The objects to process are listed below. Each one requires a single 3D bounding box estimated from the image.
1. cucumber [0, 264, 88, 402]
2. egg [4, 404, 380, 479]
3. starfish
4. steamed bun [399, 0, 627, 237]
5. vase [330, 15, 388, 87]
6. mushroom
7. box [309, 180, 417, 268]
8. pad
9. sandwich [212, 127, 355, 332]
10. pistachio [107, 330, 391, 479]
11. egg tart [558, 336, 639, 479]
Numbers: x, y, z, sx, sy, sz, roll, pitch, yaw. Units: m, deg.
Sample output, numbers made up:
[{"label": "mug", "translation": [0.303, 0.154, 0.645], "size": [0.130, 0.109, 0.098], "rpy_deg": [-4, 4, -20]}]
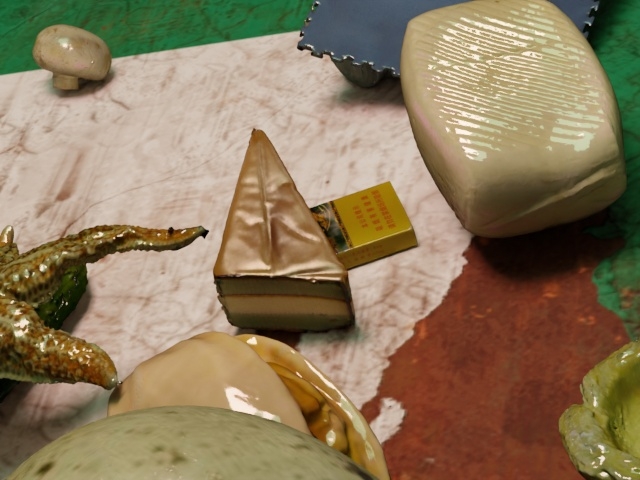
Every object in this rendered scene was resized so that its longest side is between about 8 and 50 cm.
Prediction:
[{"label": "cucumber", "translation": [-0.260, 0.075, 1.649], "size": [0.069, 0.069, 0.227], "rpy_deg": [3, 36, 28]}, {"label": "egg", "translation": [-0.050, 0.250, 1.103], "size": [0.379, 0.287, 0.287], "rpy_deg": [25, 51, 31]}, {"label": "starfish", "translation": [-0.274, 0.081, 1.497], "size": [0.347, 0.078, 0.358], "rpy_deg": [-2, 37, 38]}, {"label": "steamed bun", "translation": [0.161, -0.090, 1.636], "size": [0.170, 0.152, 0.238], "rpy_deg": [-12, 48, -5]}, {"label": "vase", "translation": [0.105, -0.238, 1.921], "size": [0.219, 0.096, 0.096], "rpy_deg": [-37, 38, -23]}, {"label": "mushroom", "translation": [-0.262, -0.192, 2.035], "size": [0.084, 0.067, 0.083], "rpy_deg": [10, 6, -1]}, {"label": "box", "translation": [0.000, 0.000, 1.680], "size": [0.155, 0.023, 0.087], "rpy_deg": [-19, 36, -3]}, {"label": "pad", "translation": [0.141, -0.251, 1.868], "size": [0.270, 0.012, 0.269], "rpy_deg": [17, 58, 14]}, {"label": "sandwich", "translation": [-0.014, -0.009, 1.612], "size": [0.113, 0.079, 0.163], "rpy_deg": [4, 53, 13]}, {"label": "pistachio", "translation": [-0.052, 0.149, 1.382], "size": [0.157, 0.157, 0.229], "rpy_deg": [-38, 40, -28]}, {"label": "egg tart", "translation": [0.264, 0.135, 1.315], "size": [0.197, 0.078, 0.197], "rpy_deg": [-10, 34, 7]}]
